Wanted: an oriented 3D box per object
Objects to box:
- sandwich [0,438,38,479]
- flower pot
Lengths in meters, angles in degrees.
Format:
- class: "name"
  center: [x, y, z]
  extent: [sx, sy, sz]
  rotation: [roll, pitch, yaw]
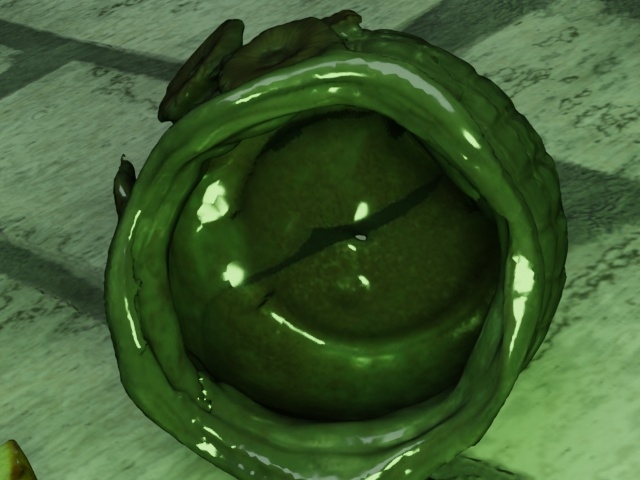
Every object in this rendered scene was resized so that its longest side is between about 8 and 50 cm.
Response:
- class: "sandwich"
  center: [-0.195, 0.229, 0.852]
  extent: [0.090, 0.088, 0.244]
  rotation: [-20, 32, 9]
- class: "flower pot"
  center: [0.000, 0.000, 0.925]
  extent: [0.302, 0.301, 0.213]
  rotation: [-9, 11, 10]
